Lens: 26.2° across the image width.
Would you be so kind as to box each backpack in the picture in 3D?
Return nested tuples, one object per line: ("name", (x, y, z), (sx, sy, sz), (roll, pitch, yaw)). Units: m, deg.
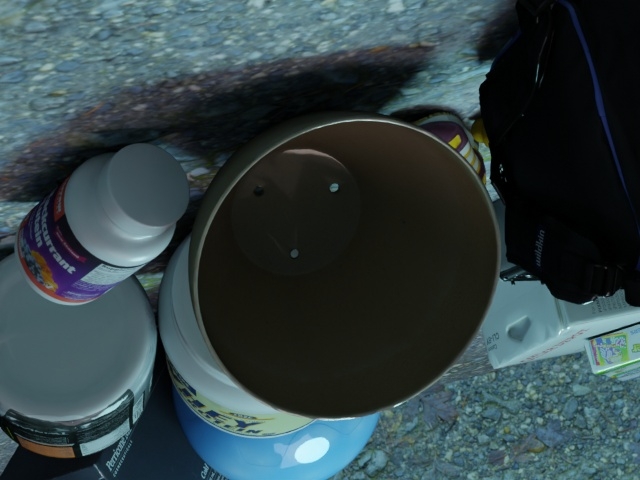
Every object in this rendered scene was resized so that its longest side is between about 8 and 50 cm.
("backpack", (0.244, -0.086, 1.161), (0.213, 0.277, 0.263), (-9, 178, -17))

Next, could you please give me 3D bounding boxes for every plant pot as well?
("plant pot", (0.000, 0.000, 1.289), (0.284, 0.284, 0.191), (-10, -159, -15))

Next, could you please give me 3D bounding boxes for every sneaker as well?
("sneaker", (0.130, -0.074, 1.406), (0.069, 0.084, 0.185), (-19, 165, 24))

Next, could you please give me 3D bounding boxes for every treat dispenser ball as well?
("treat dispenser ball", (-0.057, 0.194, 1.866), (0.288, 0.288, 0.288), (-13, 166, -3))

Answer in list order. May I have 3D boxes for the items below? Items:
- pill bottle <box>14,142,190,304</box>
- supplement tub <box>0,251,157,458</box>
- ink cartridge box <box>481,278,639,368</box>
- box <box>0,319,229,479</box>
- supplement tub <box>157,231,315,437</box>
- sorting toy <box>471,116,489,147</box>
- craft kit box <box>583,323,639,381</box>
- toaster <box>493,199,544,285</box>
("pill bottle", (-0.199, -0.017, 1.267), (0.108, 0.108, 0.193), (-3, 163, -36))
("supplement tub", (-0.295, 0.139, 1.590), (0.207, 0.207, 0.338), (-11, 166, -11))
("ink cartridge box", (0.463, 0.064, 2.114), (0.384, 0.160, 0.279), (-10, 165, -19))
("box", (-0.252, 0.340, 1.926), (0.179, 0.313, 0.343), (-19, -156, 22))
("supplement tub", (-0.065, 0.093, 1.569), (0.235, 0.235, 0.325), (-12, 166, -7))
("sorting toy", (0.248, -0.056, 1.492), (0.126, 0.127, 0.365), (7, 158, 21))
("craft kit box", (0.548, 0.150, 2.094), (0.249, 0.061, 0.246), (-20, 167, 18))
("toaster", (0.330, -0.018, 1.766), (0.168, 0.110, 0.185), (-1, 162, -44))
